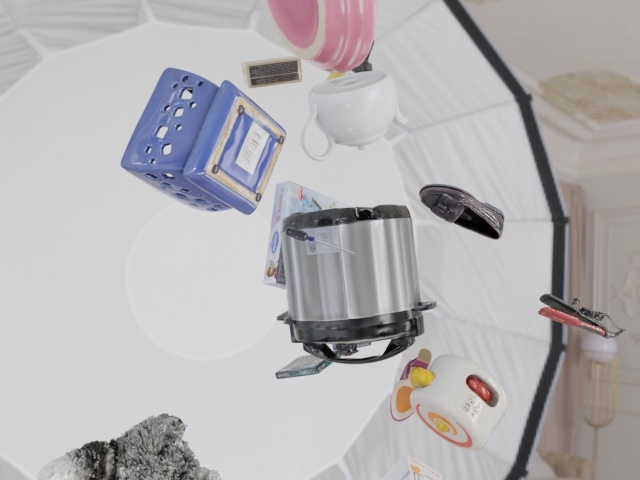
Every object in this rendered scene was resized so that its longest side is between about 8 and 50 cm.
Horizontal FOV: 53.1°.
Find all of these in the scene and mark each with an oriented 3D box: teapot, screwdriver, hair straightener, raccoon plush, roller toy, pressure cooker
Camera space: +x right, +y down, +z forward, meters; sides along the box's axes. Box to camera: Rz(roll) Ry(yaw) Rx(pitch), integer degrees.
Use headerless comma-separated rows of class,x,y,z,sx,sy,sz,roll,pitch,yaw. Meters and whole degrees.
teapot,0.090,-0.328,1.696,0.256,0.187,0.252,-5,26,15
screwdriver,0.000,0.000,1.488,0.170,0.025,0.024,14,11,1
hair straightener,0.654,0.178,1.598,0.230,0.089,0.047,18,-35,-2
raccoon plush,-0.373,0.574,1.371,0.299,0.216,0.446,43,21,19
roller toy,0.302,0.361,1.421,0.191,0.146,0.209,18,-35,41
pressure cooker,0.080,0.123,1.729,0.375,0.420,0.370,-6,-2,-27

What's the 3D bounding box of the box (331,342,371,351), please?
box,0.105,0.304,2.361,0.153,0.108,0.207,-11,-41,-4

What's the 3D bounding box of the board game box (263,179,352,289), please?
board game box,-0.020,0.014,1.992,0.318,0.318,0.066,21,-21,-40

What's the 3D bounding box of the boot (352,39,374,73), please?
boot,0.132,-0.529,1.889,0.045,0.121,0.099,25,2,22

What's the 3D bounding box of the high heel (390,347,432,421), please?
high heel,0.222,0.391,1.654,0.082,0.244,0.117,23,-48,5

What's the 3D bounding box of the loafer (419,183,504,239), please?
loafer,0.456,-0.090,2.044,0.302,0.095,0.109,20,-43,-12

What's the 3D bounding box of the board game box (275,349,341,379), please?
board game box,-0.040,0.390,2.009,0.186,0.026,0.126,-19,5,43

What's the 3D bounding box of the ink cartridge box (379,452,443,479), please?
ink cartridge box,0.313,0.881,2.160,0.171,0.168,0.232,34,18,-12

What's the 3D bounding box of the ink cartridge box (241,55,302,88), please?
ink cartridge box,-0.177,-0.603,2.292,0.193,0.088,0.234,-9,18,-7

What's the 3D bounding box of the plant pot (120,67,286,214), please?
plant pot,-0.215,-0.189,1.291,0.212,0.236,0.236,14,-13,37

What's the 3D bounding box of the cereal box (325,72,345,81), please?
cereal box,0.058,-0.589,2.299,0.047,0.173,0.240,29,24,-5

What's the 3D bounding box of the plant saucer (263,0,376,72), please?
plant saucer,-0.024,-0.459,1.155,0.084,0.332,0.332,-24,2,-19
